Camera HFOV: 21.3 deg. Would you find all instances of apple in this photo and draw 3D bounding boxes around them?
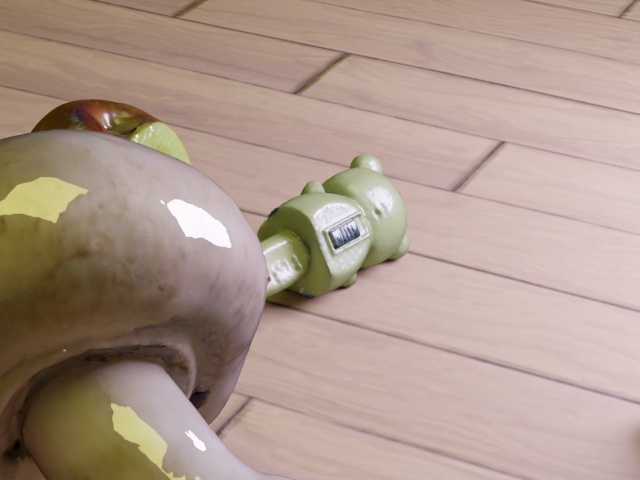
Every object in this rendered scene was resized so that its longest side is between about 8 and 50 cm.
[{"bbox_3d":[-0.199,-0.053,1.565,0.163,0.147,0.146,7,29,6],"label":"apple"}]

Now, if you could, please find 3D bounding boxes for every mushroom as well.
[{"bbox_3d":[-0.154,0.066,1.178,0.356,0.315,0.315,10,29,8],"label":"mushroom"}]

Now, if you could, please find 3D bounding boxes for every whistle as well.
[{"bbox_3d":[0.000,0.000,1.540,0.227,0.105,0.085,-30,11,-39],"label":"whistle"}]
